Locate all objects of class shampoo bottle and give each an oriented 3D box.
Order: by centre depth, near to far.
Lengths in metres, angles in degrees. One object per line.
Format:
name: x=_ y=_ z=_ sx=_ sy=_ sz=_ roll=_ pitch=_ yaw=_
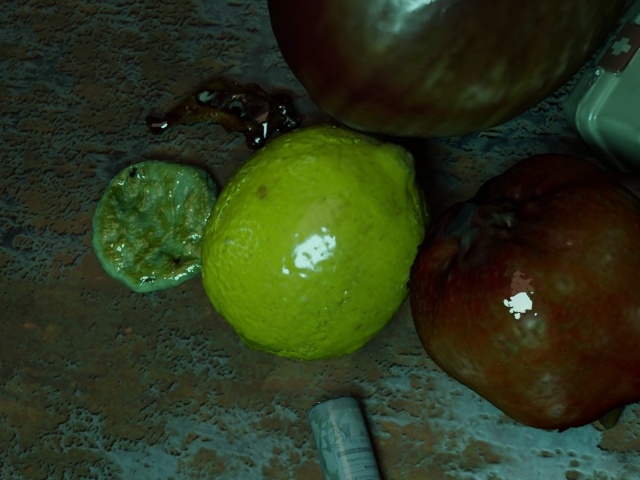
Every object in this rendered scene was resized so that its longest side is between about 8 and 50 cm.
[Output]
shampoo bottle: x=0.042 y=0.289 z=1.824 sx=0.072 sy=0.072 sz=0.214 roll=-21 pitch=67 yaw=10

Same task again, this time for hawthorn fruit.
hawthorn fruit: x=0.258 y=0.058 z=1.712 sx=0.311 sy=0.295 sz=0.295 roll=25 pitch=79 yaw=-11

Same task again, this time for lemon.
lemon: x=0.000 y=0.000 z=1.827 sx=0.258 sy=0.258 sz=0.310 roll=51 pitch=118 yaw=25

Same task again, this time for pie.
pie: x=-0.208 y=-0.019 z=2.027 sx=0.187 sy=0.041 sz=0.186 roll=-6 pitch=70 yaw=16

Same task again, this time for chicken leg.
chicken leg: x=-0.125 y=-0.167 z=2.048 sx=0.219 sy=0.048 sz=0.089 roll=10 pitch=72 yaw=21

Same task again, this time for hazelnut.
hazelnut: x=0.149 y=-0.304 z=1.786 sx=0.421 sy=0.421 sz=0.352 roll=-12 pitch=56 yaw=14

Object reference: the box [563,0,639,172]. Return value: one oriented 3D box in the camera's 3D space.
box: x=0.395 y=-0.179 z=1.822 sx=0.129 sy=0.148 sz=0.210 roll=28 pitch=81 yaw=44
